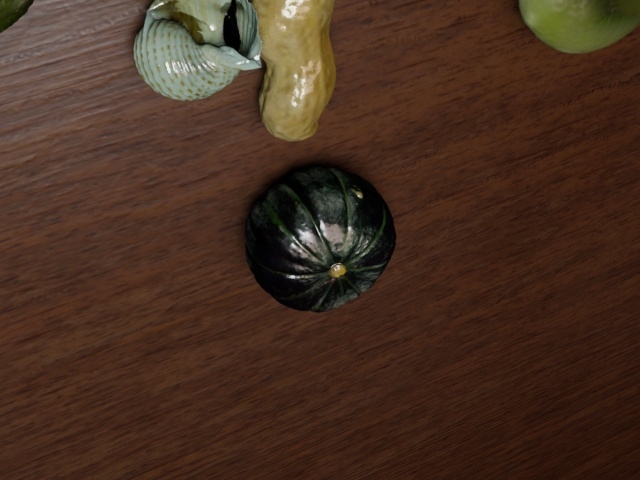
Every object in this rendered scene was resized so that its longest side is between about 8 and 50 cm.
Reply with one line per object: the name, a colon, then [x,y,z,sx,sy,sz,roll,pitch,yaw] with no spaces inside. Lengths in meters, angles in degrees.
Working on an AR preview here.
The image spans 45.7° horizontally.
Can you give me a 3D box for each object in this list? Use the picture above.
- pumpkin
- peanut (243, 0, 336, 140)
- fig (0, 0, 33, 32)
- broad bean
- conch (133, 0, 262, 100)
pumpkin: [0.000,0.000,1.091,0.221,0.162,0.220,-11,126,-15]
peanut: [-0.034,-0.246,0.958,0.117,0.101,0.263,-4,127,0]
fig: [-0.352,-0.235,0.667,0.195,0.195,0.244,13,113,-33]
broad bean: [0.370,-0.384,1.061,0.291,0.119,0.238,7,107,-33]
conch: [-0.146,-0.235,0.903,0.153,0.102,0.135,-2,98,-4]
